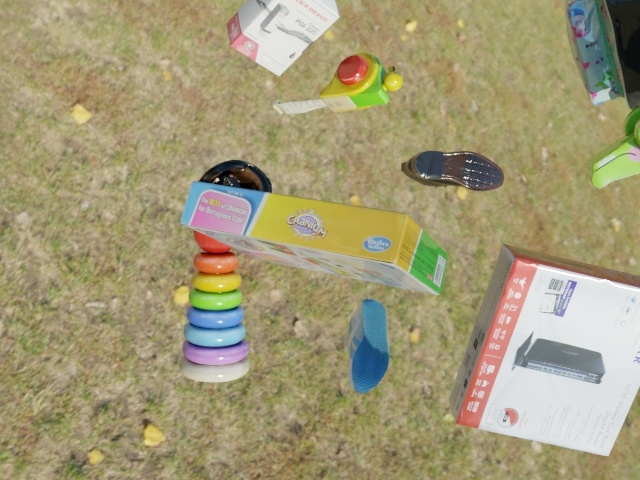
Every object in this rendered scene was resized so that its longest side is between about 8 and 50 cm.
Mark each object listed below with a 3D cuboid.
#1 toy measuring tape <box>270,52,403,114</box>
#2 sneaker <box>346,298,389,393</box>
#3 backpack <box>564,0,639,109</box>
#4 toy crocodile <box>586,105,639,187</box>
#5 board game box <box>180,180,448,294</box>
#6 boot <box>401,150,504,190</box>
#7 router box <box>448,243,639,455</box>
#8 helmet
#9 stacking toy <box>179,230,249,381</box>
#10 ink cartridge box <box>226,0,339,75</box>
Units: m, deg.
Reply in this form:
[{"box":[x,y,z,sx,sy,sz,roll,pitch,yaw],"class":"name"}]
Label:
[{"box":[0.038,-0.350,1.489,0.121,0.329,0.122,-2,92,-55],"class":"toy measuring tape"},{"box":[0.102,0.251,1.528,0.087,0.092,0.229,21,49,-12],"class":"sneaker"},{"box":[0.512,-0.357,1.105,0.225,0.191,0.254,61,37,-29],"class":"backpack"},{"box":[0.519,-0.171,0.902,0.105,0.340,0.115,54,14,-2],"class":"toy crocodile"},{"box":[0.000,0.000,0.950,0.242,0.316,0.064,32,70,-64],"class":"board game box"},{"box":[0.281,-0.152,1.439,0.219,0.106,0.082,10,90,-19],"class":"boot"},{"box":[0.428,0.201,1.209,0.300,0.336,0.082,12,18,-4],"class":"router box"},{"box":[-0.197,-0.080,1.437,0.169,0.161,0.170,21,48,-26],"class":"helmet"},{"box":[-0.204,0.102,1.317,0.141,0.141,0.331,-5,102,-48],"class":"stacking toy"},{"box":[-0.087,-0.508,1.537,0.158,0.218,0.092,22,41,-40],"class":"ink cartridge box"}]
